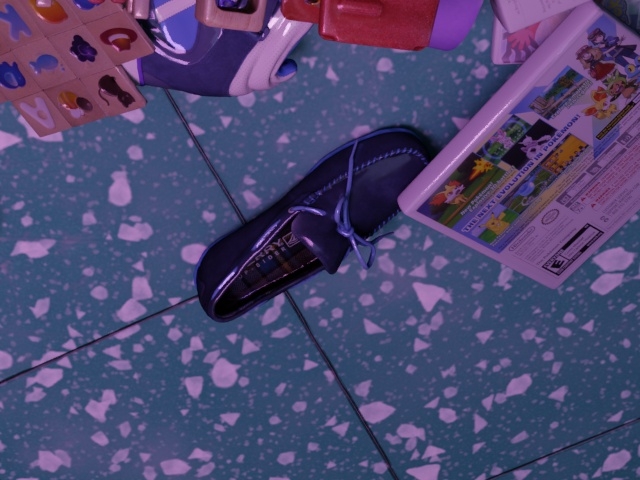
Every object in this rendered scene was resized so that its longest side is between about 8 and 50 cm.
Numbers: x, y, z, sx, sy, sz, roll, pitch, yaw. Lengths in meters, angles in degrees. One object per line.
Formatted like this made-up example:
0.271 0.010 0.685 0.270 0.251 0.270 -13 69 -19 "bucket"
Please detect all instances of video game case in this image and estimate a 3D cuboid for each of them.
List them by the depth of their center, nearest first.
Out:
0.294 -0.300 1.485 0.183 0.023 0.201 -3 123 -4 "video game case"
0.301 -0.103 1.562 0.300 0.036 0.329 25 118 -38 "video game case"

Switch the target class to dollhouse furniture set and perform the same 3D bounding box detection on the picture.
-0.080 -0.284 1.214 0.374 0.201 0.152 4 104 -16 "dollhouse furniture set"

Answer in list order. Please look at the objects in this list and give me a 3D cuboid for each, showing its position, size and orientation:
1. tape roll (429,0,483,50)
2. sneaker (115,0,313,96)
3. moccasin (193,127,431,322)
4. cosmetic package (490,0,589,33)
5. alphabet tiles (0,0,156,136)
0.119 -0.301 1.366 0.080 0.189 0.189 10 121 -13 "tape roll"
-0.105 -0.302 1.371 0.236 0.130 0.323 1 124 -4 "sneaker"
0.000 0.000 1.587 0.342 0.117 0.138 -38 119 15 "moccasin"
0.287 -0.330 1.404 0.231 0.085 0.117 -22 122 5 "cosmetic package"
-0.343 -0.256 1.371 0.285 0.011 0.342 -12 127 35 "alphabet tiles"
